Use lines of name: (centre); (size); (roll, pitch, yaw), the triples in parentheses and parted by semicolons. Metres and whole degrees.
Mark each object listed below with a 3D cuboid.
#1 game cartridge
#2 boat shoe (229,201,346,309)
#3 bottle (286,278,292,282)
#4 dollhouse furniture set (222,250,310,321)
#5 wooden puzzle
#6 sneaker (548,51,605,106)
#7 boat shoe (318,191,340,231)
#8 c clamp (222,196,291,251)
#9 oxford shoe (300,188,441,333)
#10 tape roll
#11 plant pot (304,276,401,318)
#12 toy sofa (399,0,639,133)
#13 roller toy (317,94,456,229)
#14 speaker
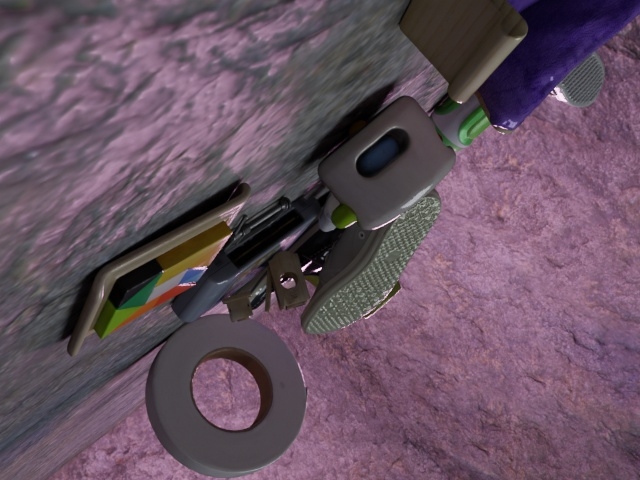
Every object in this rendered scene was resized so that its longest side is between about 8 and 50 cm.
game cartridge: (-0.138, 0.037, 1.305); (0.297, 0.062, 0.198); (-38, 171, -40)
boat shoe: (0.008, 0.013, 1.586); (0.500, 0.156, 0.187); (-38, -175, -28)
bottle: (0.000, 0.000, 1.748); (0.283, 0.118, 0.092); (-38, 131, -31)
dollhouse furniture set: (-0.116, 0.096, 1.387); (0.160, 0.101, 0.182); (-15, 173, -7)
wooden puzzle: (-0.196, 0.043, 0.861); (0.238, 0.044, 0.221); (-38, 175, -37)
sneaker: (0.475, -0.370, 1.467); (0.321, 0.127, 0.126); (9, 107, -43)
boat shoe: (0.044, -0.084, 1.366); (0.063, 0.066, 0.184); (-47, -165, 44)
c clamp: (-0.100, -0.028, 1.150); (0.160, 0.022, 0.137); (-36, 174, -47)
oxford shoe: (0.086, 0.030, 1.436); (0.169, 0.130, 0.449); (0, 136, -38)
tape roll: (-0.219, 0.364, 1.673); (0.392, 0.392, 0.072); (-38, 175, -40)
plant pot: (0.083, 0.069, 1.993); (0.274, 0.293, 0.275); (-40, 176, -4)
toy sofa: (0.279, -0.293, 0.752); (0.362, 0.177, 0.150); (-39, 176, -16)
roller toy: (0.098, -0.126, 1.081); (0.191, 0.146, 0.209); (-32, -170, 49)
speaker: (0.391, -0.343, 1.633); (0.296, 0.131, 0.131); (-43, 175, 32)
